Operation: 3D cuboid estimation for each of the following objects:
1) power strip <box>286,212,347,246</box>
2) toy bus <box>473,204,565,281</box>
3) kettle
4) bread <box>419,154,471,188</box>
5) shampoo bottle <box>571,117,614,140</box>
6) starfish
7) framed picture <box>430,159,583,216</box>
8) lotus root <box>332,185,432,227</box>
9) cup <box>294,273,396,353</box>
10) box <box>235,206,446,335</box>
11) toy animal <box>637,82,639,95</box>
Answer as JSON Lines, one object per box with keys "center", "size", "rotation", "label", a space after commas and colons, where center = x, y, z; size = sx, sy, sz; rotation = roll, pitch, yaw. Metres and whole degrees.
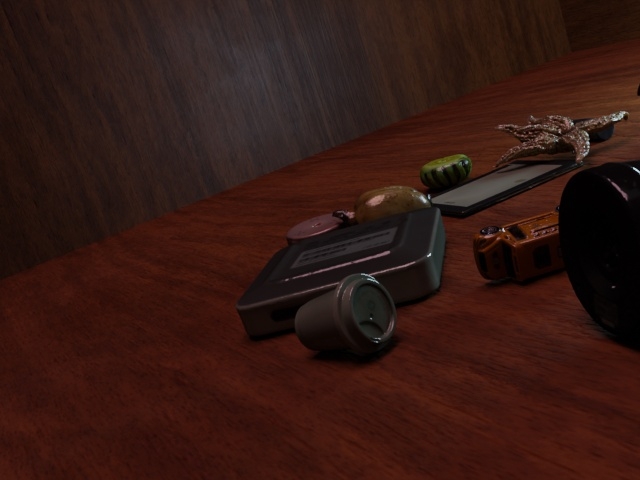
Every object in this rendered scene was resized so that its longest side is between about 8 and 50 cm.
{"center": [0.000, 0.000, 1.783], "size": [0.154, 0.078, 0.154], "rotation": [-17, 17, 5], "label": "power strip"}
{"center": [0.346, 0.009, 1.252], "size": [0.194, 0.083, 0.088], "rotation": [-17, 22, -2], "label": "toy bus"}
{"center": [0.462, -0.012, 0.937], "size": [0.271, 0.207, 0.251], "rotation": [-13, 5, -10], "label": "kettle"}
{"center": [0.331, -0.179, 2.076], "size": [0.139, 0.071, 0.130], "rotation": [-18, 10, 9], "label": "bread"}
{"center": [0.688, -0.295, 2.087], "size": [0.063, 0.057, 0.207], "rotation": [-22, 14, -16], "label": "shampoo bottle"}
{"center": [0.561, -0.243, 1.936], "size": [0.293, 0.084, 0.301], "rotation": [6, 38, 41], "label": "starfish"}
{"center": [0.411, -0.130, 1.888], "size": [0.347, 0.016, 0.265], "rotation": [-22, 14, -19], "label": "framed picture"}
{"center": [0.138, -0.058, 1.724], "size": [0.220, 0.118, 0.125], "rotation": [-13, 3, -10], "label": "lotus root"}
{"center": [0.034, 0.121, 1.194], "size": [0.141, 0.120, 0.120], "rotation": [-26, 4, 45], "label": "cup"}
{"center": [0.051, 0.046, 1.504], "size": [0.367, 0.091, 0.373], "rotation": [-15, 14, 15], "label": "box"}
{"center": [0.861, -0.336, 1.744], "size": [0.298, 0.186, 0.122], "rotation": [8, 18, 22], "label": "toy animal"}
